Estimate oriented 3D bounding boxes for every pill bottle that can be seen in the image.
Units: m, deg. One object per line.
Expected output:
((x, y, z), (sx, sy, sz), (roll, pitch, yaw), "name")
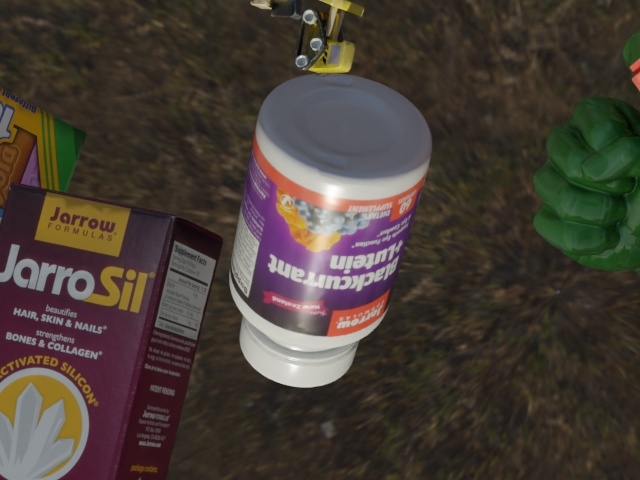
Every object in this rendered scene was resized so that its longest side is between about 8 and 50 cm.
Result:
((0.000, 0.000, 0.997), (0.108, 0.108, 0.193), (20, 132, 9), "pill bottle")

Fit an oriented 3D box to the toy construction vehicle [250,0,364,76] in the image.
((0.001, -0.135, 0.774), (0.035, 0.086, 0.098), (10, 88, 30), "toy construction vehicle")

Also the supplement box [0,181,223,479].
((-0.133, 0.072, 0.869), (0.104, 0.081, 0.188), (11, 84, 17), "supplement box")

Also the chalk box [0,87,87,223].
((-0.355, 0.007, 1.341), (0.179, 0.180, 0.289), (28, 72, -34), "chalk box")

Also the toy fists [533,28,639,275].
((0.277, -0.090, 1.231), (0.142, 0.096, 0.279), (29, 116, -13), "toy fists")

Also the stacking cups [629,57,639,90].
((0.294, 0.009, 0.894), (0.096, 0.096, 0.316), (-37, 89, 6), "stacking cups")
